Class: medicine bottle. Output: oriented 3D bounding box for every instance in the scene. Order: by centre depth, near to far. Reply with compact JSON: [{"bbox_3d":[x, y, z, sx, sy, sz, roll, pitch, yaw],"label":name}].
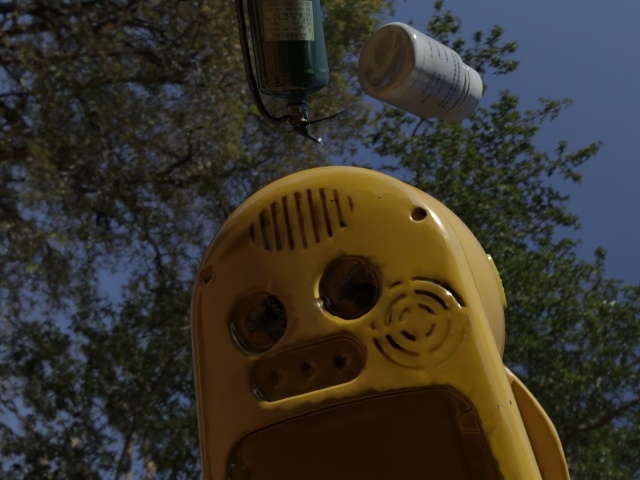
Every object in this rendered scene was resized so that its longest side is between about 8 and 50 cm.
[{"bbox_3d":[0.109,-0.174,0.745,0.080,0.130,0.080,-11,-105,45],"label":"medicine bottle"}]

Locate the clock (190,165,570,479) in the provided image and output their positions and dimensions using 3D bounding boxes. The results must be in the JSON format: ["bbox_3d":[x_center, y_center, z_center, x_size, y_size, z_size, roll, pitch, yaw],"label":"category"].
[{"bbox_3d":[0.028,0.099,0.494,0.244,0.200,0.317,-14,-108,7],"label":"clock"}]

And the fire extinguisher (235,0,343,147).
[{"bbox_3d":[-0.042,-0.253,0.848,0.118,0.093,0.294,-6,-78,4],"label":"fire extinguisher"}]
